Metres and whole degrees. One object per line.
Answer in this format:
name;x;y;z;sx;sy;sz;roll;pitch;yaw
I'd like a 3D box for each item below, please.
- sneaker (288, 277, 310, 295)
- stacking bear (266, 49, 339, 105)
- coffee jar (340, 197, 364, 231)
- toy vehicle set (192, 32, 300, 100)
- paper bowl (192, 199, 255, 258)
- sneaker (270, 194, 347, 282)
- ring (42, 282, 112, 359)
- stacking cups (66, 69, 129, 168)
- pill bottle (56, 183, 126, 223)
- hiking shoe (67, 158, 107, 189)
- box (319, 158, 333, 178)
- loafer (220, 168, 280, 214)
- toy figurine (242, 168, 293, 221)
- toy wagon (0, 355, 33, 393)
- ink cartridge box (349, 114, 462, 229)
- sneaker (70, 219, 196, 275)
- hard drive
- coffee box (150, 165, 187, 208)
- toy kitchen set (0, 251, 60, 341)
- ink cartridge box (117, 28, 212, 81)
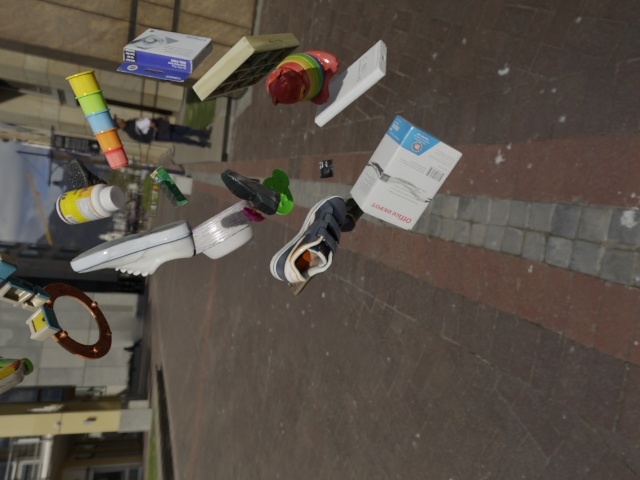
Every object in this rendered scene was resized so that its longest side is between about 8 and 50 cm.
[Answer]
sneaker;-0.081;0.161;2.041;0.071;0.066;0.188;45;120;11
stacking bear;-0.075;-0.507;1.488;0.289;0.164;0.175;-53;-13;-56
coffee jar;0.123;-0.109;2.002;0.184;0.096;0.079;-56;-47;-47
toy vehicle set;-0.161;-0.403;1.071;0.166;0.035;0.267;-31;11;29
paper bowl;-0.369;-0.033;1.813;0.148;0.284;0.284;61;161;-9
sneaker;0.000;0.000;1.364;0.127;0.126;0.321;14;59;48
ring;-0.905;0.294;1.755;0.032;0.336;0.336;-35;33;3
stacking cups;-0.730;-0.401;1.573;0.096;0.096;0.316;40;152;65
pill bottle;-0.792;-0.129;1.627;0.117;0.215;0.117;-10;-90;-74
hiking shoe;-0.954;-0.237;1.945;0.114;0.086;0.226;-62;-47;-63
box;0.028;-0.338;2.207;0.018;0.067;0.083;19;117;53
loafer;-0.179;-0.135;1.213;0.062;0.170;0.061;-25;36;51
toy figurine;-0.186;-0.132;1.530;0.159;0.130;0.173;-27;45;38
toy wagon;-1.070;0.429;1.406;0.267;0.344;0.068;-35;-60;-64
ink cartridge box;0.276;-0.218;1.548;0.307;0.223;0.129;-59;31;20
sneaker;-0.394;0.036;1.003;0.094;0.258;0.091;-122;17;-72
hard drive;0.107;-0.561;1.680;0.307;0.040;0.203;-31;36;37
coffee box;-0.664;-0.230;2.046;0.184;0.040;0.113;57;153;-15
toy kitchen set;-0.813;0.159;1.274;0.122;0.207;0.166;-41;58;0
ink cartridge box;-0.477;-0.576;1.441;0.045;0.223;0.224;95;-171;-47
